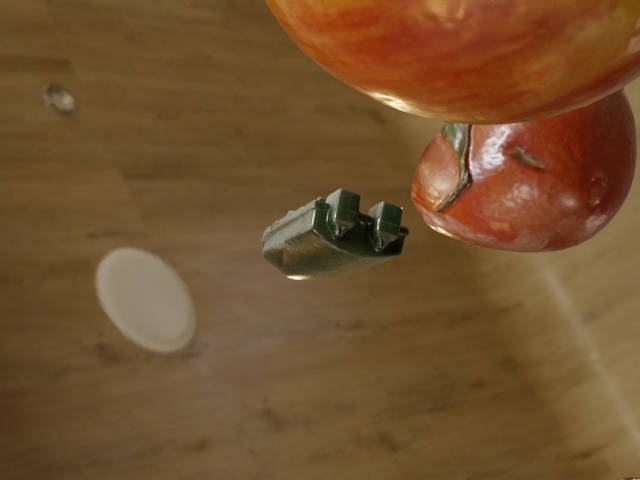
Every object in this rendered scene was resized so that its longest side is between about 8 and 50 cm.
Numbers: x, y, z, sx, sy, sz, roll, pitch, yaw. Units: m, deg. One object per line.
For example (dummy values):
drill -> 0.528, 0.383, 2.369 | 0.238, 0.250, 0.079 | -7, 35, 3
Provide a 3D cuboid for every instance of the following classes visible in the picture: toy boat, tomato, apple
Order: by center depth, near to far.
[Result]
apple -> 0.094, -0.194, 0.654 | 0.286, 0.233, 0.286 | 11, -104, -49
tomato -> 0.279, -0.078, 1.540 | 0.309, 0.309, 0.170 | 27, -160, -40
toy boat -> 0.000, 0.000, 1.770 | 0.141, 0.319, 0.092 | 16, -107, -20

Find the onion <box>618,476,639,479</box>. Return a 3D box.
onion -> 0.454, 0.431, 1.707 | 0.140, 0.195, 0.218 | 26, -155, -49
